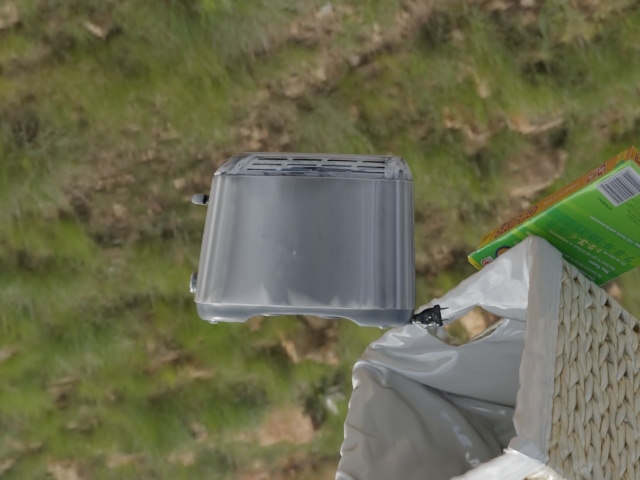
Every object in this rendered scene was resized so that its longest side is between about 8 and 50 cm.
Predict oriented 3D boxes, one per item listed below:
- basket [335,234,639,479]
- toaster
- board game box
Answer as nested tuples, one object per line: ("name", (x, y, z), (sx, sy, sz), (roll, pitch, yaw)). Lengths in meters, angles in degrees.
("basket", (0.217, 0.235, 1.408), (0.266, 0.331, 0.328), (35, 131, -20))
("toaster", (0.000, 0.000, 1.057), (0.227, 0.146, 0.129), (2, 180, 5))
("board game box", (0.300, -0.002, 1.411), (0.124, 0.039, 0.259), (42, 132, -15))
